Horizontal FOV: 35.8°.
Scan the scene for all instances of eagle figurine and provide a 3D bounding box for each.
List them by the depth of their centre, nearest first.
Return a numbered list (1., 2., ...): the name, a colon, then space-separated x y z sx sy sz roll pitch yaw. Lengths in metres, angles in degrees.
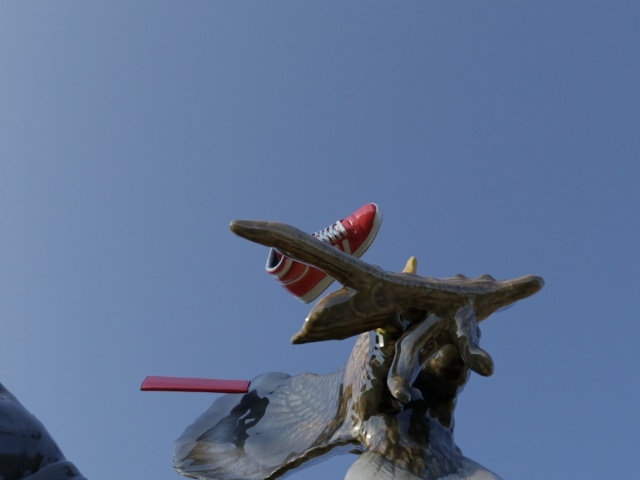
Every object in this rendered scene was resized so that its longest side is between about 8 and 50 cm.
1. eagle figurine: 0.038 0.113 0.688 0.226 0.225 0.298 44 -37 17

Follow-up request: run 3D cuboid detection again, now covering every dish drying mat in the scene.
1. dish drying mat: -0.098 0.115 0.781 0.083 0.032 0.008 3 -86 1

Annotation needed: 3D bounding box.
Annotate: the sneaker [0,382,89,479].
1. sneaker: -0.211 0.123 0.482 0.109 0.286 0.130 -36 -101 0

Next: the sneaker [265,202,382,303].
1. sneaker: 0.000 0.000 0.920 0.067 0.042 0.118 37 -80 -30
